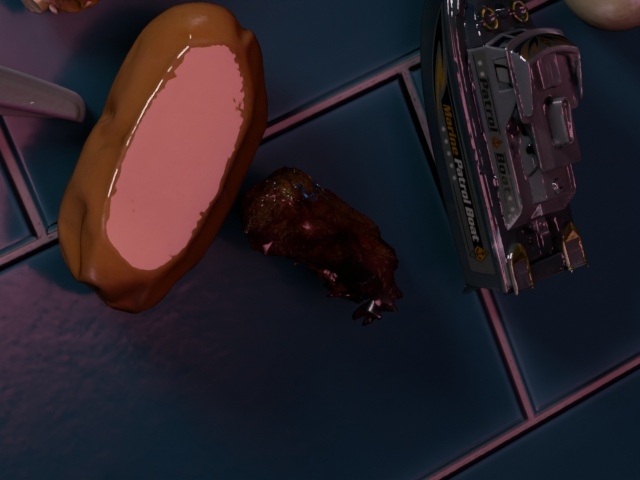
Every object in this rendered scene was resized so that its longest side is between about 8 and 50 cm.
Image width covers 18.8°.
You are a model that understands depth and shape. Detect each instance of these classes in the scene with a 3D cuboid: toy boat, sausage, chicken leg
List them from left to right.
[{"bbox_3d":[-0.114,-0.063,1.441,0.120,0.136,0.241,25,88,-13],"label":"sausage"},{"bbox_3d":[0.000,0.000,1.501,0.063,0.105,0.234,-41,140,13],"label":"chicken leg"},{"bbox_3d":[0.148,-0.106,1.568,0.114,0.122,0.296,-20,102,-48],"label":"toy boat"}]

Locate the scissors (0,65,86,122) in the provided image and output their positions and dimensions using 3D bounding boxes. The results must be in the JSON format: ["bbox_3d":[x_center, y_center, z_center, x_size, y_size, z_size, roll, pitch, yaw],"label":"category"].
[{"bbox_3d":[-0.277,-0.116,1.382,0.256,0.030,0.125,11,109,-40],"label":"scissors"}]

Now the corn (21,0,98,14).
[{"bbox_3d":[-0.140,-0.262,1.438,0.080,0.080,0.238,42,79,-23],"label":"corn"}]

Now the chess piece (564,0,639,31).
[{"bbox_3d":[0.216,-0.288,1.580,0.144,0.144,0.251,-32,114,-19],"label":"chess piece"}]
